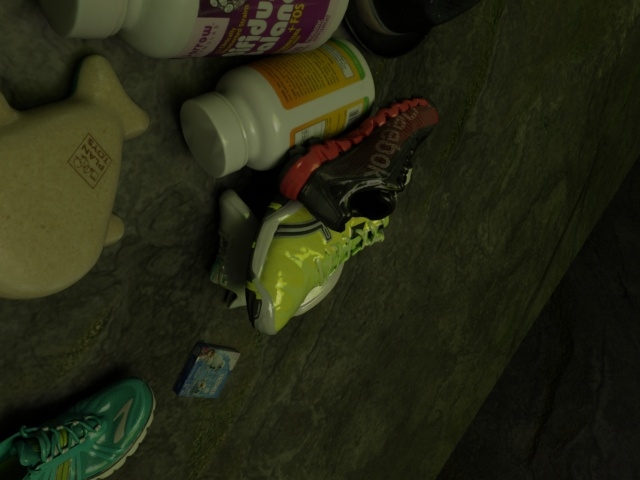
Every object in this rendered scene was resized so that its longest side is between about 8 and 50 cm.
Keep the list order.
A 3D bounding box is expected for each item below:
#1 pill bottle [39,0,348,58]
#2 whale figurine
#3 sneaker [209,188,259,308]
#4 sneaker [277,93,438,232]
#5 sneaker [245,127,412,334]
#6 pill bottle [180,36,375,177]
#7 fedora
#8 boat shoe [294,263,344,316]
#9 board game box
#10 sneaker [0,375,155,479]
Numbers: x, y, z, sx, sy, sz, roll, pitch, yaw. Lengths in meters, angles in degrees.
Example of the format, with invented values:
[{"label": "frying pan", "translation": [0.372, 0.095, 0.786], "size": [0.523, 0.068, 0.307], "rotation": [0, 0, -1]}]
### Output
[{"label": "pill bottle", "translation": [-0.124, -0.279, 0.541], "size": [0.301, 0.169, 0.169], "rotation": [-20, 125, -38]}, {"label": "whale figurine", "translation": [-0.292, -0.072, 0.537], "size": [0.216, 0.141, 0.272], "rotation": [59, 42, -46]}, {"label": "sneaker", "translation": [-0.131, 0.025, 0.787], "size": [0.094, 0.080, 0.212], "rotation": [-26, 131, -20]}, {"label": "sneaker", "translation": [0.079, -0.103, 0.708], "size": [0.276, 0.135, 0.098], "rotation": [-34, 166, -27]}, {"label": "sneaker", "translation": [0.018, -0.027, 0.767], "size": [0.385, 0.147, 0.145], "rotation": [-61, 164, -26]}, {"label": "pill bottle", "translation": [-0.056, -0.177, 0.696], "size": [0.245, 0.136, 0.137], "rotation": [-31, 131, -31]}, {"label": "fedora", "translation": [0.176, -0.439, 0.781], "size": [0.334, 0.152, 0.334], "rotation": [-24, 127, -36]}, {"label": "boat shoe", "translation": [0.000, 0.000, 0.894], "size": [0.277, 0.098, 0.096], "rotation": [-55, 140, -22]}, {"label": "board game box", "translation": [-0.190, 0.220, 0.872], "size": [0.090, 0.020, 0.090], "rotation": [26, 92, -52]}, {"label": "sneaker", "translation": [-0.335, 0.270, 0.657], "size": [0.275, 0.107, 0.110], "rotation": [-34, 156, -30]}]
